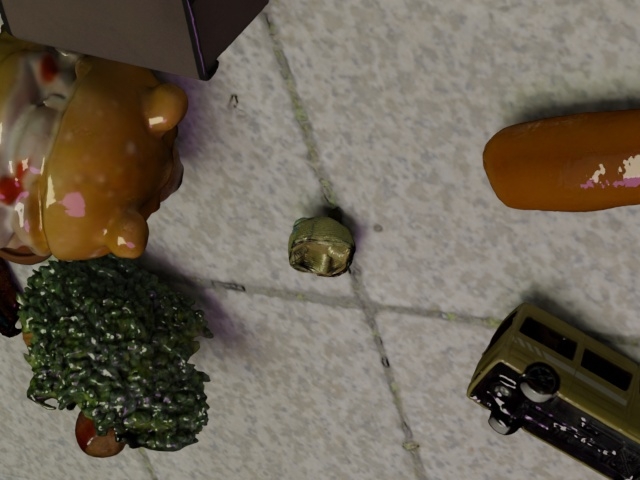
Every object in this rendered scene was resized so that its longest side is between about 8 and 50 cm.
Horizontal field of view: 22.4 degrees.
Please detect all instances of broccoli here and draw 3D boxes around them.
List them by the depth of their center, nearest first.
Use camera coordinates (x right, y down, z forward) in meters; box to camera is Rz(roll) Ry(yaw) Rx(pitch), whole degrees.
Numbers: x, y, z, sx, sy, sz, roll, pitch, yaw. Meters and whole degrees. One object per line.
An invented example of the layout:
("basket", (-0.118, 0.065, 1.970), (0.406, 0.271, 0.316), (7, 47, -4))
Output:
("broccoli", (-0.259, 0.154, 2.084), (0.247, 0.288, 0.245), (-9, 159, -5))

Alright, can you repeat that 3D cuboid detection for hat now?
("hat", (0.001, 0.000, 1.850), (0.076, 0.059, 0.077), (4, 151, -10))

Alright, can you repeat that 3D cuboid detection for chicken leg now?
("chicken leg", (-0.494, 0.033, 2.276), (0.106, 0.051, 0.253), (-8, 119, 48))

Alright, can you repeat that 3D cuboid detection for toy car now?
("toy car", (0.292, 0.177, 1.743), (0.256, 0.124, 0.101), (30, 141, -3))

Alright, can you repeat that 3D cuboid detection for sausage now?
("sausage", (0.263, -0.076, 1.549), (0.238, 0.098, 0.098), (-4, 124, 38))

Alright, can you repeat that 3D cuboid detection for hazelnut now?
("hazelnut", (-0.323, 0.276, 2.353), (0.086, 0.086, 0.086), (21, 137, 21))

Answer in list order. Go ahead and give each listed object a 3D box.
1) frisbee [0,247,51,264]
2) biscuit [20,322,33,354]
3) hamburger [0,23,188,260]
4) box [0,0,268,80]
("frisbee", (-0.413, -0.085, 2.078), (0.250, 0.021, 0.251), (22, 126, 34))
("biscuit", (-0.347, 0.128, 2.261), (0.224, 0.033, 0.144), (-13, 116, 44))
("hamburger", (-0.270, -0.103, 1.815), (0.236, 0.276, 0.276), (14, 136, 11))
("box", (-0.200, -0.298, 1.651), (0.252, 0.153, 0.188), (14, 136, 27))
